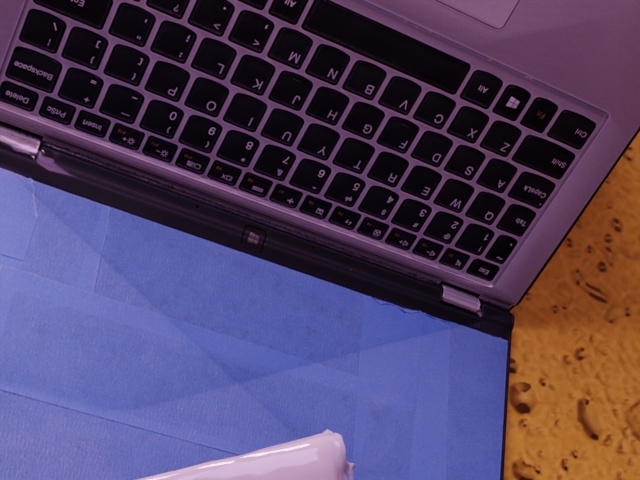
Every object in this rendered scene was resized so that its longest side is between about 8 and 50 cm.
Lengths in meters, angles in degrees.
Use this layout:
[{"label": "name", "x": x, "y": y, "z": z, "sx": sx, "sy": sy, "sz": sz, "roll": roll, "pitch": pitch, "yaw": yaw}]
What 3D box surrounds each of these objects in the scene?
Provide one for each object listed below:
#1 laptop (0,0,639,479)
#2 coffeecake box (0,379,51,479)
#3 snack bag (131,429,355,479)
[{"label": "laptop", "x": 0.000, "y": 0.000, "z": 0.513, "sx": 0.381, "sy": 0.408, "sz": 0.236, "roll": 20, "pitch": 27, "yaw": -21}, {"label": "coffeecake box", "x": -0.236, "y": 0.142, "z": 0.517, "sx": 0.185, "sy": 0.068, "sz": 0.142, "roll": 5, "pitch": 67, "yaw": -14}, {"label": "snack bag", "x": -0.120, "y": 0.273, "z": 0.454, "sx": 0.342, "sy": 0.037, "sz": 0.323, "roll": -8, "pitch": 93, "yaw": -20}]
